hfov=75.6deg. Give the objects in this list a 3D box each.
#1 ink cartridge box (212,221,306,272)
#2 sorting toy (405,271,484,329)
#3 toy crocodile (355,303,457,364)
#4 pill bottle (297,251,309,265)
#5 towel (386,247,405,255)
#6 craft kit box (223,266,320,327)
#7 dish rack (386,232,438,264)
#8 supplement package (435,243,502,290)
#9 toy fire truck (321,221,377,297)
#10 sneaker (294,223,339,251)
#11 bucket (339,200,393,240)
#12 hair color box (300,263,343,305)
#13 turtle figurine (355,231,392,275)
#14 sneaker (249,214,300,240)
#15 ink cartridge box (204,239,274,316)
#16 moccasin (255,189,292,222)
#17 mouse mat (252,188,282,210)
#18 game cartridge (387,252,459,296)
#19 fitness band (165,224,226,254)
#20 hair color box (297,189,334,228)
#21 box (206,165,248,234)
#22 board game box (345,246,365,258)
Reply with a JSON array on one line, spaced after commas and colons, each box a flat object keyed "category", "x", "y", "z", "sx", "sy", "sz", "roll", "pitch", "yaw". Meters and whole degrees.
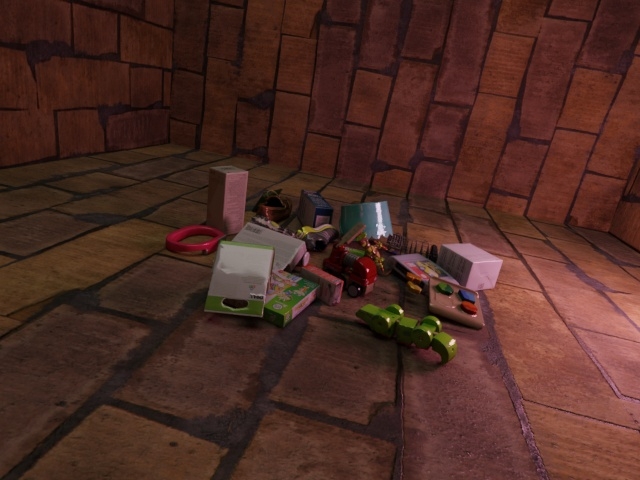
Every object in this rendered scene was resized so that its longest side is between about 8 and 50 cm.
[{"category": "ink cartridge box", "x": -0.250, "y": 0.064, "z": 1.716, "sx": 0.297, "sy": 0.066, "sz": 0.261, "roll": 19, "pitch": 51, "yaw": 22}, {"category": "sorting toy", "x": 0.480, "y": 0.212, "z": 1.603, "sx": 0.308, "sy": 0.041, "sz": 0.229, "roll": 21, "pitch": 30, "yaw": 5}, {"category": "toy crocodile", "x": 0.272, "y": 0.289, "z": 1.337, "sx": 0.341, "sy": 0.105, "sz": 0.115, "roll": 16, "pitch": 21, "yaw": 29}, {"category": "pill bottle", "x": -0.112, "y": 0.067, "z": 1.790, "sx": 0.117, "sy": 0.065, "sz": 0.065, "roll": 15, "pitch": 21, "yaw": 16}, {"category": "towel", "x": 0.390, "y": 0.062, "z": 2.123, "sx": 0.083, "sy": 0.009, "sz": 0.060, "roll": 23, "pitch": 24, "yaw": 32}, {"category": "craft kit box", "x": -0.168, "y": 0.183, "z": 1.443, "sx": 0.250, "sy": 0.060, "sz": 0.247, "roll": 18, "pitch": 29, "yaw": 22}, {"category": "dish rack", "x": 0.470, "y": 0.043, "z": 2.106, "sx": 0.272, "sy": 0.074, "sz": 0.208, "roll": 17, "pitch": 19, "yaw": 10}, {"category": "supplement package", "x": 0.673, "y": 0.120, "z": 1.894, "sx": 0.194, "sy": 0.149, "sz": 0.203, "roll": -1, "pitch": 23, "yaw": -28}, {"category": "toy fire truck", "x": 0.133, "y": 0.068, "z": 1.636, "sx": 0.217, "sy": 0.246, "sz": 0.159, "roll": 24, "pitch": 24, "yaw": 34}, {"category": "sneaker", "x": 0.000, "y": 0.000, "z": 2.006, "sx": 0.300, "sy": 0.111, "sz": 0.121, "roll": -10, "pitch": 51, "yaw": -51}, {"category": "bucket", "x": 0.231, "y": -0.103, "z": 2.129, "sx": 0.282, "sy": 0.182, "sz": 0.281, "roll": -6, "pitch": 5, "yaw": 0}, {"category": "hair color box", "x": 0.000, "y": 0.164, "z": 1.537, "sx": 0.167, "sy": 0.093, "sz": 0.053, "roll": 25, "pitch": 25, "yaw": 35}, {"category": "turtle figurine", "x": 0.235, "y": 0.042, "z": 1.911, "sx": 0.217, "sy": 0.087, "sz": 0.269, "roll": 50, "pitch": 24, "yaw": -22}, {"category": "sneaker", "x": -0.210, "y": -0.009, "z": 1.900, "sx": 0.279, "sy": 0.118, "sz": 0.107, "roll": 34, "pitch": 44, "yaw": 7}, {"category": "ink cartridge box", "x": -0.261, "y": 0.138, "z": 1.355, "sx": 0.189, "sy": 0.097, "sz": 0.255, "roll": 7, "pitch": 58, "yaw": -3}, {"category": "moccasin", "x": -0.256, "y": -0.196, "z": 2.318, "sx": 0.139, "sy": 0.146, "sz": 0.380, "roll": 17, "pitch": 21, "yaw": 18}, {"category": "mouse mat", "x": -0.313, "y": -0.240, "z": 2.433, "sx": 0.007, "sy": 0.152, "sz": 0.190, "roll": 47, "pitch": 30, "yaw": 12}, {"category": "game cartridge", "x": 0.459, "y": 0.147, "z": 1.819, "sx": 0.196, "sy": 0.060, "sz": 0.294, "roll": 0, "pitch": 29, "yaw": -36}, {"category": "fitness band", "x": -0.540, "y": -0.004, "z": 1.812, "sx": 0.209, "sy": 0.054, "sz": 0.291, "roll": 13, "pitch": 19, "yaw": 16}, {"category": "hair color box", "x": -0.034, "y": -0.150, "z": 2.260, "sx": 0.105, "sy": 0.173, "sz": 0.347, "roll": 4, "pitch": 21, "yaw": -18}, {"category": "box", "x": -0.447, "y": -0.189, "z": 1.969, "sx": 0.121, "sy": 0.310, "sz": 0.148, "roll": 23, "pitch": 23, "yaw": 31}, {"category": "board game box", "x": 0.136, "y": 0.092, "z": 1.884, "sx": 0.124, "sy": 0.039, "sz": 0.259, "roll": 12, "pitch": 17, "yaw": 6}]
